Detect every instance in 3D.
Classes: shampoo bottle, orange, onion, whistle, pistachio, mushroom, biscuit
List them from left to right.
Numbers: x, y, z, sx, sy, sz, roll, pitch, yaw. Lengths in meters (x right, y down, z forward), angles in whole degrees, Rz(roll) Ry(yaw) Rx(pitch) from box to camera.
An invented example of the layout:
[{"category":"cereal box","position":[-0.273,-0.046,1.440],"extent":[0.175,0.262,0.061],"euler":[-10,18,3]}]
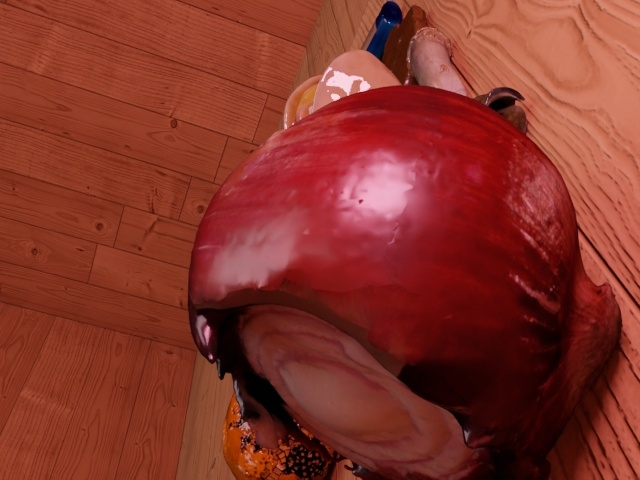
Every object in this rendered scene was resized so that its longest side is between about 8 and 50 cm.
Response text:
[{"category":"orange","position":[-0.065,0.306,1.120],"extent":[0.234,0.182,0.234],"euler":[-176,90,-74]},{"category":"pistachio","position":[0.061,-0.086,0.909],"extent":[0.299,0.187,0.187],"euler":[64,169,-6]},{"category":"shampoo bottle","position":[0.122,-0.432,1.533],"extent":[0.183,0.050,0.087],"euler":[122,158,-50]},{"category":"onion","position":[0.063,0.038,0.566],"extent":[0.341,0.341,0.341],"euler":[-163,90,-78]},{"category":"biscuit","position":[0.147,-0.311,1.284],"extent":[0.290,0.041,0.208],"euler":[-85,18,-47]},{"category":"mushroom","position":[0.174,-0.245,1.037],"extent":[0.209,0.071,0.084],"euler":[-96,20,-52]},{"category":"whistle","position":[0.172,-0.140,0.918],"extent":[0.326,0.057,0.068],"euler":[-177,104,-78]}]
